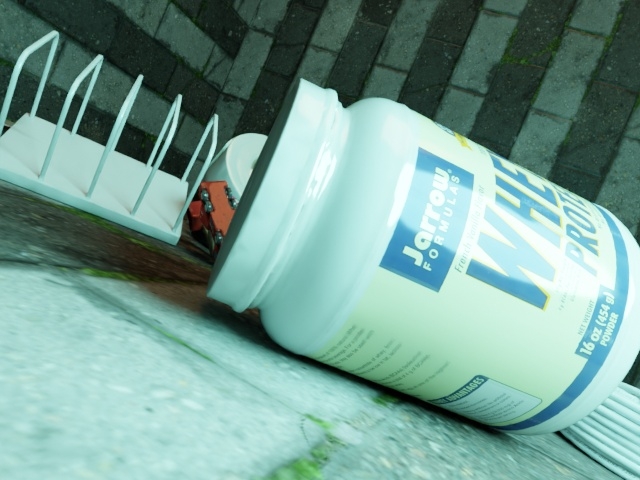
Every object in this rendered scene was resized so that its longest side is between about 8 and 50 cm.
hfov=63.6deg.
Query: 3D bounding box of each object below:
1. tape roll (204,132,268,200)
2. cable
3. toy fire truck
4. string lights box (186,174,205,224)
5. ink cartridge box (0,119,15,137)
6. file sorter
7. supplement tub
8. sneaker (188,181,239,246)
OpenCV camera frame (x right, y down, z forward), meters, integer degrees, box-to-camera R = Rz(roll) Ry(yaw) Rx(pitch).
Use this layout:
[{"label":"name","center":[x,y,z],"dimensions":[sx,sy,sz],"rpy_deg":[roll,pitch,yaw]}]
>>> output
[{"label":"tape roll","center":[-0.124,-0.109,1.200],"dimensions":[0.286,0.100,0.286],"rpy_deg":[28,43,-29]},{"label":"cable","center":[0.404,0.237,0.604],"dimensions":[0.256,0.089,0.257],"rpy_deg":[24,-1,-16]},{"label":"toy fire truck","center":[-0.167,-0.020,0.823],"dimensions":[0.047,0.135,0.192],"rpy_deg":[-8,53,-25]},{"label":"string lights box","center":[-0.185,-0.054,1.291],"dimensions":[0.259,0.134,0.076],"rpy_deg":[24,-5,-33]},{"label":"ink cartridge box","center":[-0.557,-0.179,0.982],"dimensions":[0.260,0.066,0.296],"rpy_deg":[23,0,-6]},{"label":"file sorter","center":[-0.308,-0.156,0.777],"dimensions":[0.277,0.173,0.193],"rpy_deg":[24,25,-23]},{"label":"supplement tub","center":[0.085,0.017,0.473],"dimensions":[0.324,0.236,0.235],"rpy_deg":[23,0,-13]},{"label":"sneaker","center":[-0.134,-0.026,1.005],"dimensions":[0.178,0.124,0.295],"rpy_deg":[17,12,-36]}]
